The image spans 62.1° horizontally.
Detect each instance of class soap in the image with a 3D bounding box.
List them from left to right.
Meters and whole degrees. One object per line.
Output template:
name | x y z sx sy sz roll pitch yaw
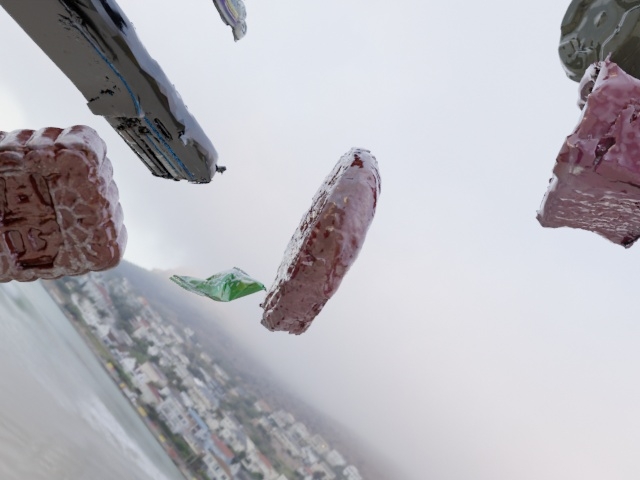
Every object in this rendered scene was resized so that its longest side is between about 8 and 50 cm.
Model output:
soap | 0.300 -0.087 0.538 0.112 0.289 0.182 19 -68 20

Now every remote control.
remote control | -0.263 -0.199 0.694 0.145 0.062 0.398 6 -27 22

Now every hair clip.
hair clip | -0.171 -0.451 0.943 0.049 0.116 0.172 -9 -97 26

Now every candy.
candy | -0.236 0.108 1.255 0.141 0.203 0.078 1 -88 41

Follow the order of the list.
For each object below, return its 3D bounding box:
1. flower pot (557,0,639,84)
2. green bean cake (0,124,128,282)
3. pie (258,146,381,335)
flower pot | 0.394 -0.256 0.656 0.235 0.141 0.235 -169 -90 -69
green bean cake | -0.250 -0.028 0.469 0.056 0.136 0.135 -109 -165 -55
pie | 0.000 0.000 0.383 0.036 0.154 0.154 28 -24 -8
